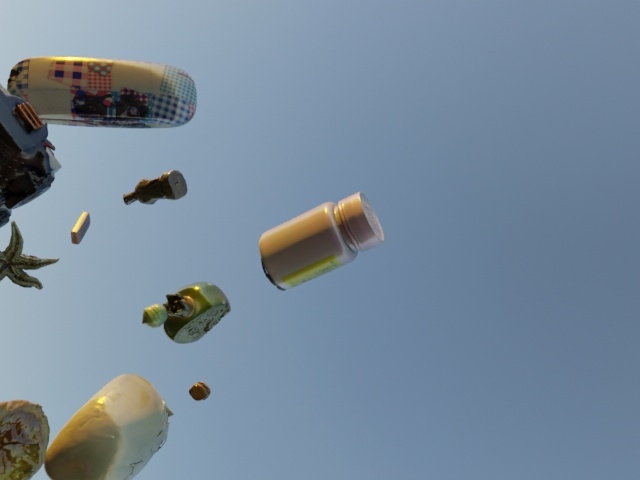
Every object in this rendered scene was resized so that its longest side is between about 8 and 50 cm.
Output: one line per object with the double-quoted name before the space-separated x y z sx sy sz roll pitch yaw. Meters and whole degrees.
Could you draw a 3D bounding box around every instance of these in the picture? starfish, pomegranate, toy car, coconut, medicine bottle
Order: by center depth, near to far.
"toy car" -0.513 -0.118 0.798 0.301 0.118 0.193 -25 -75 32
"starfish" -0.743 0.040 1.254 0.053 0.208 0.175 14 -88 38
"medicine bottle" 0.000 0.000 1.716 0.379 0.213 0.213 -25 -104 17
"coconut" -0.602 0.275 1.891 0.088 0.096 0.088 46 -23 27
"pomegranate" -0.582 0.292 2.309 0.310 0.358 0.216 -35 -119 0

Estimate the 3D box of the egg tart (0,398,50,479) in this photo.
"egg tart" -0.664 0.429 1.045 0.106 0.241 0.241 11 -78 24

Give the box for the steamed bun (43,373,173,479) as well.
"steamed bun" -0.578 0.560 1.449 0.233 0.312 0.334 38 -63 2

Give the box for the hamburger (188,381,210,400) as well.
"hamburger" -0.459 0.576 1.994 0.083 0.044 0.076 -32 -84 25

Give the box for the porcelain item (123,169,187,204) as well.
"porcelain item" -0.487 -0.142 1.492 0.216 0.069 0.081 -9 -71 27

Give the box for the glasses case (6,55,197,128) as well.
"glasses case" -0.399 -0.276 0.976 0.076 0.328 0.125 134 -48 -66

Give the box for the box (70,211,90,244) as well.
"box" -0.718 -0.038 1.568 0.115 0.025 0.048 -95 -162 -55
